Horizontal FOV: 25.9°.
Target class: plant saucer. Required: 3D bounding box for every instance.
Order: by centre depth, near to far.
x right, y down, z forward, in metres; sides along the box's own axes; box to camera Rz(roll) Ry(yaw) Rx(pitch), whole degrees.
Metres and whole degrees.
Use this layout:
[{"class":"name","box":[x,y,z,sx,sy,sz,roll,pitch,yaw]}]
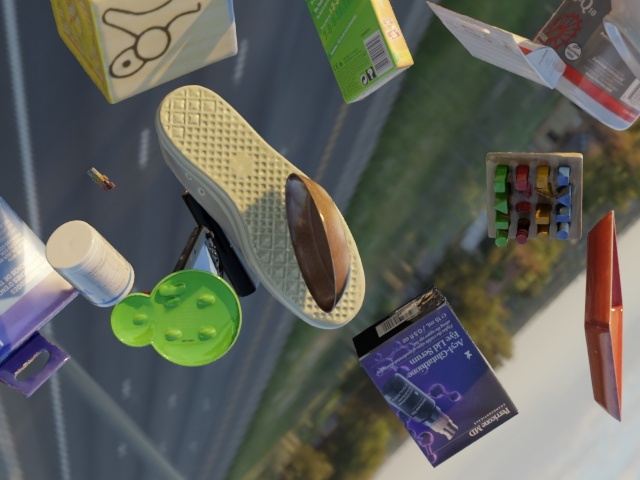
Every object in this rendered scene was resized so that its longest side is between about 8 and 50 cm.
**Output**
[{"class":"plant saucer","box":[0.000,0.000,1.905,0.036,0.199,0.198,-15,163,-14]},{"class":"plant saucer","box":[0.472,0.127,2.317,0.258,0.047,0.259,72,23,-45]}]

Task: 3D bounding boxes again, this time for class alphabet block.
[{"class":"alphabet block","box":[-0.246,-0.335,1.880,0.197,0.193,0.192,-24,139,-19]}]

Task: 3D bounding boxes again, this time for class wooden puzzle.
[{"class":"wooden puzzle","box":[-0.388,-0.106,2.446,0.006,0.049,0.083,-50,-167,-17]}]

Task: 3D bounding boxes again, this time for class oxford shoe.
[{"class":"oxford shoe","box":[-0.094,-0.050,2.176,0.169,0.449,0.130,-40,176,-19]}]

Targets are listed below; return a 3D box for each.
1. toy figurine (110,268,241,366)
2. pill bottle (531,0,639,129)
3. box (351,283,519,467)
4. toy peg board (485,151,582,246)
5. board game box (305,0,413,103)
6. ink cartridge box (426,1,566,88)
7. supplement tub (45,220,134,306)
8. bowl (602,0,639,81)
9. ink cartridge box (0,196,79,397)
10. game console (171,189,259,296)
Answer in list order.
[{"class":"toy figurine","box":[-0.200,0.097,1.909,0.173,0.130,0.159,-3,-174,-7]},{"class":"pill bottle","box":[0.504,-0.371,2.169,0.363,0.210,0.210,-53,170,15]},{"class":"box","box":[0.165,0.195,2.010,0.153,0.207,0.108,-35,-167,4]},{"class":"toy peg board","box":[0.359,-0.059,2.349,0.079,0.160,0.161,-70,158,-56]},{"class":"board game box","box":[0.027,-0.316,1.763,0.039,0.259,0.124,-20,175,-35]},{"class":"ink cartridge box","box":[0.240,-0.279,1.890,0.045,0.145,0.179,-59,147,-4]},{"class":"supplement tub","box":[-0.283,0.030,1.713,0.071,0.071,0.107,-45,143,-5]},{"class":"bowl","box":[0.454,-0.266,1.768,0.134,0.298,0.298,-36,172,4]},{"class":"ink cartridge box","box":[-0.556,0.070,2.100,0.270,0.395,0.151,-45,-173,-37]},{"class":"game console","box":[-0.177,0.031,2.314,0.044,0.213,0.361,-20,-157,20]}]
